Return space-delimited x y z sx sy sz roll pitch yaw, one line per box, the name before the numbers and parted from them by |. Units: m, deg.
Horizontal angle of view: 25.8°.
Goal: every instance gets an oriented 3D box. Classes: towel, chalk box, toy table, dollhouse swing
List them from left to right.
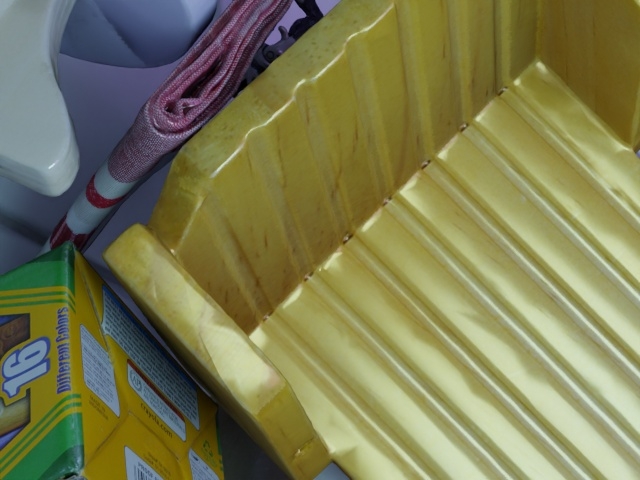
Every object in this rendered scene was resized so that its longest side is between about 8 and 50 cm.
toy table | -0.214 -0.132 0.798 0.161 0.274 0.252 -57 146 -26
chalk box | -0.217 0.168 0.813 0.180 0.289 0.179 56 15 -40
towel | -0.104 -0.065 0.914 0.037 0.329 0.237 40 52 -6
dollhouse swing | 0.122 0.033 0.837 0.347 0.305 0.315 -43 160 -10

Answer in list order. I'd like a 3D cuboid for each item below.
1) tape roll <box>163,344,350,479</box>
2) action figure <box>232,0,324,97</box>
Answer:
tape roll | -0.014 0.180 1.076 0.169 0.246 0.246 10 82 -53
action figure | -0.021 -0.121 1.144 0.141 0.164 0.276 -5 89 -49
